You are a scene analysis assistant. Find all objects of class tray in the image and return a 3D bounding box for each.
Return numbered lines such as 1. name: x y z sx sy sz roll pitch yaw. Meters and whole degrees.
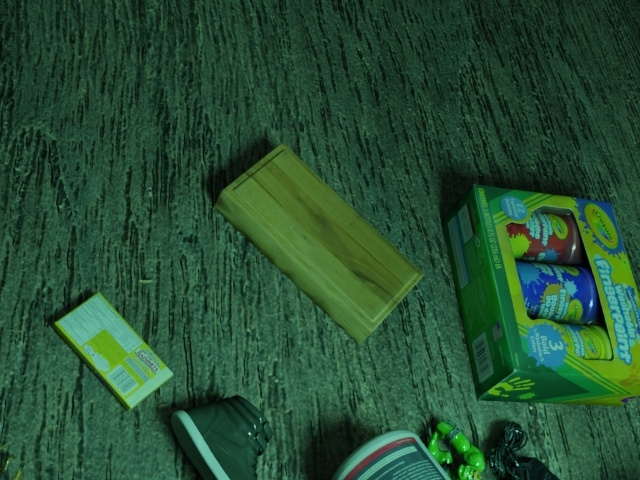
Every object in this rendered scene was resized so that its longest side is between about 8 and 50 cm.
1. tray: 0.000 0.000 1.991 0.411 0.076 0.203 43 52 4

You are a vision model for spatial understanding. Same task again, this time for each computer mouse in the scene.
1. computer mouse: 0.425 0.492 1.874 0.272 0.072 0.188 46 27 7

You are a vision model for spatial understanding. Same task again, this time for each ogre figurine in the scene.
1. ogre figurine: 0.244 0.439 1.820 0.118 0.097 0.197 22 35 11

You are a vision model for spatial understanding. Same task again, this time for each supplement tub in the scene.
1. supplement tub: 0.158 0.478 1.646 0.191 0.191 0.272 -14 48 -31

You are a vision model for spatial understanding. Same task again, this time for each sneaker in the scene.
1. sneaker: -0.123 0.391 1.662 0.147 0.104 0.296 -24 68 -29

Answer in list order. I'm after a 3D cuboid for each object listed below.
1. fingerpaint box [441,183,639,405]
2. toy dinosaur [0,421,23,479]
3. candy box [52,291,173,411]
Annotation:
1. fingerpaint box: 0.494 0.118 2.091 0.371 0.163 0.445 7 58 -21
2. toy dinosaur: -0.530 0.388 1.513 0.112 0.064 0.211 11 44 3
3. candy box: -0.369 0.196 1.721 0.206 0.027 0.105 46 50 7
